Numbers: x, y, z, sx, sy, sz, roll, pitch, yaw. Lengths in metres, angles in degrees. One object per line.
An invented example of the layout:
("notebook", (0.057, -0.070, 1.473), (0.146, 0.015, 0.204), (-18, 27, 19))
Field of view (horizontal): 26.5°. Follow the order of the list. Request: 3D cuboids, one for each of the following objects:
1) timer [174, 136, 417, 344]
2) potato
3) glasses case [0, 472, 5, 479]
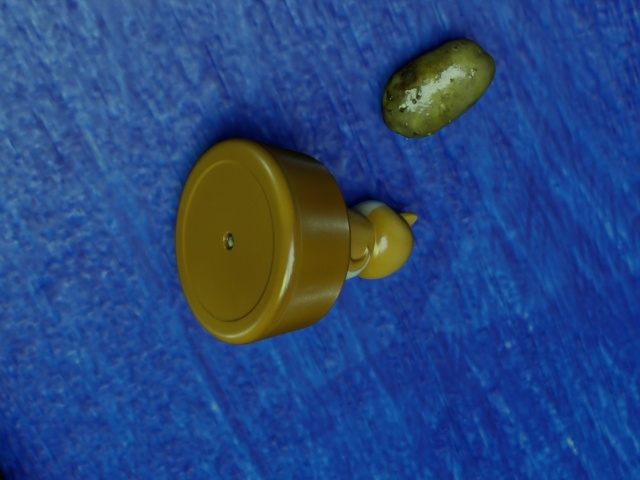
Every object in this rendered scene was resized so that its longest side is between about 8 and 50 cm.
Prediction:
("timer", (0.000, 0.000, 0.903), (0.152, 0.132, 0.132), (0, 115, -38))
("potato", (0.077, -0.101, 0.902), (0.083, 0.040, 0.051), (-34, 128, 5))
("glasses case", (-0.271, 0.239, 0.942), (0.156, 0.098, 0.425), (-22, 116, 1))
